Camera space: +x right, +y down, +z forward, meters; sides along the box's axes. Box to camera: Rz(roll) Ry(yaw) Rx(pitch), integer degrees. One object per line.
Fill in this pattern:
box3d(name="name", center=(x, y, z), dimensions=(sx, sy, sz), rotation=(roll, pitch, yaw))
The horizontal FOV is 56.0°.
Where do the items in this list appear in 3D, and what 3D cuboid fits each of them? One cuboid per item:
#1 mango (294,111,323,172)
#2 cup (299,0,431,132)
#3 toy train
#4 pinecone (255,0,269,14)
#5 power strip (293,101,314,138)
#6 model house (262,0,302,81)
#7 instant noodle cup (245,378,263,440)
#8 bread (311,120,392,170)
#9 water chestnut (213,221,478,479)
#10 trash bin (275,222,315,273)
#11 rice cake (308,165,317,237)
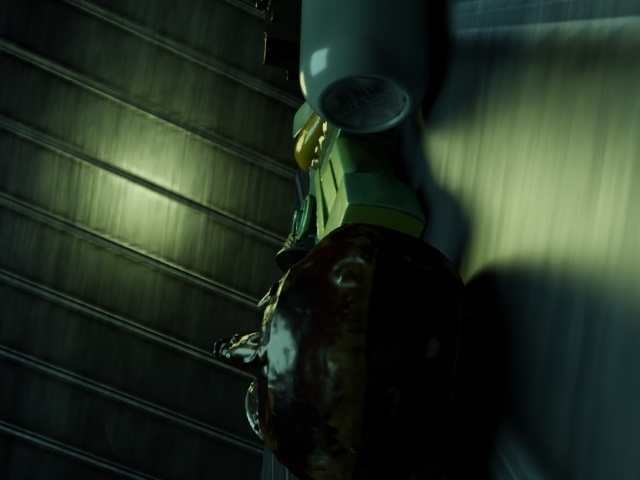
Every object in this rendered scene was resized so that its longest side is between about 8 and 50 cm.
box3d(name="mango", center=(0.017, -0.262, 1.485), dimensions=(0.176, 0.119, 0.317), rotation=(-38, -14, -26))
box3d(name="cup", center=(0.068, -0.335, 0.939), dimensions=(0.205, 0.206, 0.312), rotation=(112, 163, -65))
box3d(name="toy train", center=(0.054, -0.035, 1.008), dimensions=(0.397, 0.160, 0.253), rotation=(-95, 20, -57))
box3d(name="pinecone", center=(-0.055, -0.590, 1.461), dimensions=(0.229, 0.201, 0.202), rotation=(56, 175, 38))
box3d(name="power strip", center=(0.033, -0.371, 1.705), dimensions=(0.261, 0.141, 0.229), rotation=(134, 144, -55))
box3d(name="model house", center=(-0.010, -0.480, 1.288), dimensions=(0.204, 0.211, 0.243), rotation=(147, 134, -77))
box3d(name="instant noodle cup", center=(-0.002, 0.223, 1.021), dimensions=(0.217, 0.218, 0.207), rotation=(-95, 20, -59))
box3d(name="bread", center=(0.063, -0.200, 1.150), dimensions=(0.225, 0.134, 0.081), rotation=(108, 169, -45))
box3d(name="water chestnut", center=(0.018, 0.127, 0.640), dimensions=(0.300, 0.300, 0.300), rotation=(-173, 90, -83))
box3d(name="trash bin", center=(0.000, 0.000, 1.422), dimensions=(0.175, 0.176, 0.161), rotation=(110, 177, -63))
box3d(name="rice cake", center=(0.032, -0.106, 1.380), dimensions=(0.043, 0.127, 0.237), rotation=(74, -169, -46))
